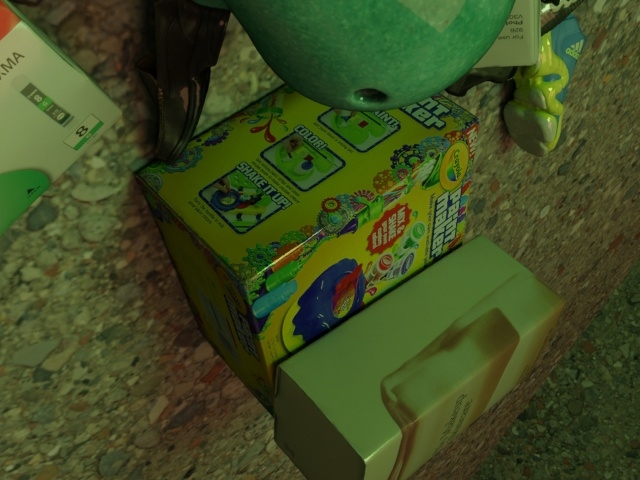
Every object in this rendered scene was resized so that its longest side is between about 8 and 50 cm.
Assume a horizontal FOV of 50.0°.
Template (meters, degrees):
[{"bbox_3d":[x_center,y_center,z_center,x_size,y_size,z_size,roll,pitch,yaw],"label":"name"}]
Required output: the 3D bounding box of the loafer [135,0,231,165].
[{"bbox_3d":[-0.121,-0.138,0.568,0.061,0.062,0.170,15,128,-13],"label":"loafer"}]

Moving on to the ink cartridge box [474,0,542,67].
[{"bbox_3d":[0.099,-0.295,0.495,0.289,0.121,0.211,61,34,-57],"label":"ink cartridge box"}]

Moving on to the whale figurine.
[{"bbox_3d":[-0.005,-0.154,0.360,0.272,0.216,0.141,10,77,-50],"label":"whale figurine"}]

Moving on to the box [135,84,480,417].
[{"bbox_3d":[0.000,0.000,0.741,0.279,0.177,0.290,-36,147,-20],"label":"box"}]

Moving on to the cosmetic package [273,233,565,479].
[{"bbox_3d":[0.105,0.138,0.727,0.296,0.129,0.153,-30,146,-28],"label":"cosmetic package"}]

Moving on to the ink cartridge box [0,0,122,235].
[{"bbox_3d":[-0.231,-0.062,0.422,0.181,0.056,0.225,-45,178,-3],"label":"ink cartridge box"}]

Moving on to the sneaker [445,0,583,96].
[{"bbox_3d":[0.229,-0.252,0.841,0.234,0.078,0.106,-33,149,-16],"label":"sneaker"}]

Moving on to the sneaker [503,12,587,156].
[{"bbox_3d":[0.330,-0.225,0.974,0.126,0.091,0.240,-42,147,-11],"label":"sneaker"}]
